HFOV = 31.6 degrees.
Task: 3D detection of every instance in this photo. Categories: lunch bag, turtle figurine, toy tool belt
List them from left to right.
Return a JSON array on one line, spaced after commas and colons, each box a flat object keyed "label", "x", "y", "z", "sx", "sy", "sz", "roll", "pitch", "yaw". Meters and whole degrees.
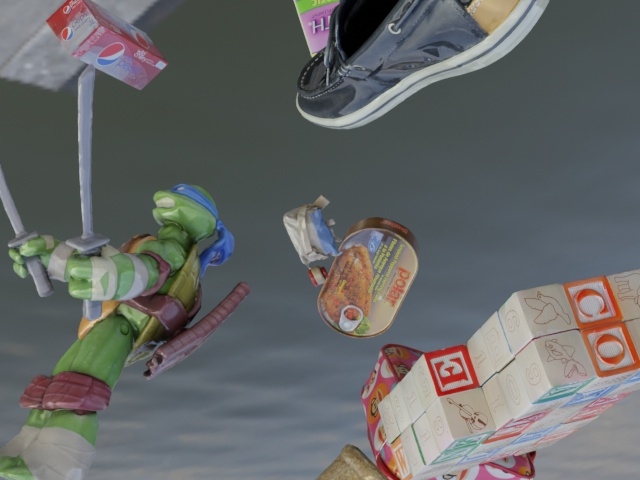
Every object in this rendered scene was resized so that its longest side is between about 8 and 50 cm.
[{"label": "turtle figurine", "x": -0.203, "y": 0.044, "z": 0.850, "sx": 0.198, "sy": 0.266, "sz": 0.275, "roll": 9, "pitch": 159, "yaw": 34}, {"label": "toy tool belt", "x": 0.000, "y": 0.000, "z": 1.134, "sx": 0.051, "sy": 0.083, "sz": 0.052, "roll": -25, "pitch": -169, "yaw": 3}, {"label": "lunch bag", "x": 0.203, "y": 0.289, "z": 1.714, "sx": 0.258, "sy": 0.293, "sz": 0.120, "roll": 19, "pitch": 111, "yaw": -14}]

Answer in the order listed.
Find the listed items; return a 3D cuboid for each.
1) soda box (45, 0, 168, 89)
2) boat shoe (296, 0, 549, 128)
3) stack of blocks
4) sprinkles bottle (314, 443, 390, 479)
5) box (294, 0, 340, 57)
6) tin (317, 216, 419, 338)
[{"label": "soda box", "x": -0.398, "y": -0.373, "z": 2.137, "sx": 0.083, "sy": 0.092, "sz": 0.263, "roll": -40, "pitch": 162, "yaw": 11}, {"label": "boat shoe", "x": 0.086, "y": -0.270, "z": 1.433, "sx": 0.156, "sy": 0.186, "sz": 0.500, "roll": 36, "pitch": 160, "yaw": -18}, {"label": "stack of blocks", "x": 0.178, "y": 0.133, "z": 1.041, "sx": 0.171, "sy": 0.087, "sz": 0.297, "roll": -10, "pitch": 158, "yaw": -18}, {"label": "sprinkles bottle", "x": -0.050, "y": 0.397, "z": 1.296, "sx": 0.355, "sy": 0.121, "sz": 0.121, "roll": -44, "pitch": 156, "yaw": -6}, {"label": "box", "x": 0.065, "y": -0.420, "z": 1.946, "sx": 0.214, "sy": 0.242, "sz": 0.117, "roll": -17, "pitch": -179, "yaw": 5}, {"label": "tin", "x": 0.064, "y": 0.050, "z": 1.492, "sx": 0.106, "sy": 0.040, "sz": 0.189, "roll": 24, "pitch": 127, "yaw": 1}]
